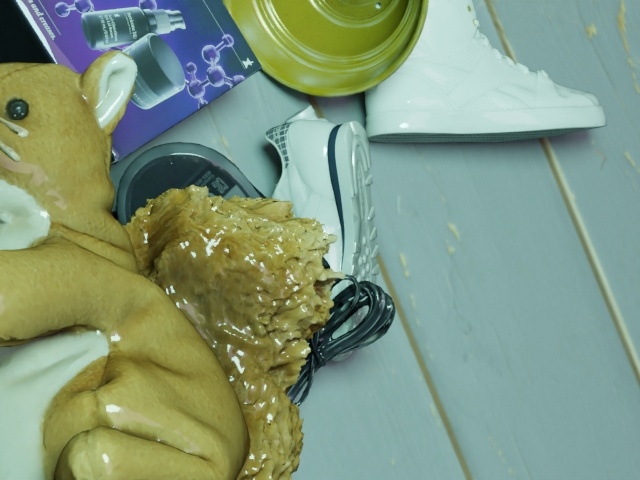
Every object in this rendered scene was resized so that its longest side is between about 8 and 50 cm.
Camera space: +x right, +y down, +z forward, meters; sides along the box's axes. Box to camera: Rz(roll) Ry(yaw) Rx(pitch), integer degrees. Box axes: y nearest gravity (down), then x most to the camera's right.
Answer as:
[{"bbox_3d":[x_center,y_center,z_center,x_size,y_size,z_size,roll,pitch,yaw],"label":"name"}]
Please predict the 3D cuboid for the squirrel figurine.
[{"bbox_3d":[-0.174,0.048,1.146,0.397,0.281,0.370,6,62,-47],"label":"squirrel figurine"}]

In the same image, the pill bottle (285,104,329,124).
[{"bbox_3d":[0.000,-0.090,1.434,0.043,0.043,0.083,-39,101,-31],"label":"pill bottle"}]

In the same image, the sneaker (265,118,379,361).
[{"bbox_3d":[0.000,0.000,1.400,0.090,0.094,0.235,-29,118,-70],"label":"sneaker"}]

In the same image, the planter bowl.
[{"bbox_3d":[0.018,-0.255,1.411,0.217,0.217,0.090,62,30,-7],"label":"planter bowl"}]

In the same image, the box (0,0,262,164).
[{"bbox_3d":[-0.203,-0.213,1.302,0.184,0.103,0.261,-38,101,-34],"label":"box"}]

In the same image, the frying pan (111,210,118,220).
[{"bbox_3d":[-0.280,-0.013,1.242,0.326,0.053,0.197,-44,109,-43],"label":"frying pan"}]

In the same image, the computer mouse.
[{"bbox_3d":[-0.080,0.022,1.322,0.188,0.072,0.272,-39,107,3],"label":"computer mouse"}]

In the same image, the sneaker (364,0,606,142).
[{"bbox_3d":[0.175,-0.189,1.524,0.292,0.108,0.169,-1,84,-30],"label":"sneaker"}]
